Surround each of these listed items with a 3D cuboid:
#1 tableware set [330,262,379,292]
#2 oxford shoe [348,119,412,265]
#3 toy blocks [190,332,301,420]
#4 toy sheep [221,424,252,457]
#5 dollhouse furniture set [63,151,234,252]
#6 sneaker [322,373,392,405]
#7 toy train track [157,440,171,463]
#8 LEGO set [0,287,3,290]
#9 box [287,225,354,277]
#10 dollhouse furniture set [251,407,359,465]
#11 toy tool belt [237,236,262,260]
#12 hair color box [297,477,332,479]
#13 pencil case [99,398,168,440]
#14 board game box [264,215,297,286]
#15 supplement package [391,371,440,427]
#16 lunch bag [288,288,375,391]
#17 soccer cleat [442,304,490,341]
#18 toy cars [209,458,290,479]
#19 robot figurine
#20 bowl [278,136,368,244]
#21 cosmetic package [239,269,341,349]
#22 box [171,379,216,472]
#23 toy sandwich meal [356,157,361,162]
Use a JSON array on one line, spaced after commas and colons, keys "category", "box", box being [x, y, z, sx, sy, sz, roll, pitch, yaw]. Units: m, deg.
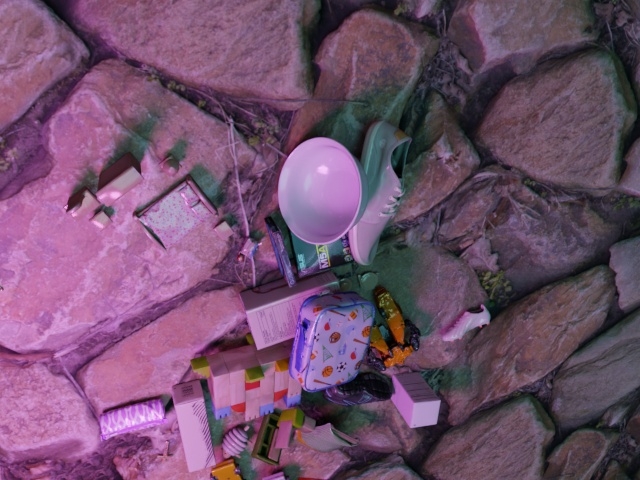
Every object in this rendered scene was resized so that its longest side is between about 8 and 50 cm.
[{"category": "tableware set", "box": [0.112, 0.106, 1.908, 0.169, 0.020, 0.141, -9, 113, -15]}, {"category": "oxford shoe", "box": [0.180, -0.128, 1.746, 0.130, 0.169, 0.448, 17, 109, 23]}, {"category": "toy blocks", "box": [-0.209, 0.457, 1.873, 0.382, 0.190, 0.260, -11, 127, -22]}, {"category": "toy sheep", "box": [-0.283, 0.677, 1.974, 0.091, 0.091, 0.132, 44, 78, -27]}, {"category": "dollhouse furniture set", "box": [-0.447, -0.043, 1.576, 0.303, 0.174, 0.355, -37, 117, -1]}, {"category": "sneaker", "box": [0.130, 0.529, 2.059, 0.268, 0.101, 0.106, 14, 135, -28]}, {"category": "toy train track", "box": [-0.516, 0.702, 1.947, 0.048, 0.014, 0.083, 10, 102, -14]}, {"category": "LEGO set", "box": [-0.900, 0.158, 1.591, 0.054, 0.023, 0.083, 18, 105, -24]}, {"category": "box", "box": [0.000, 0.000, 1.801, 0.184, 0.045, 0.190, -14, 106, -15]}, {"category": "dollhouse furniture set", "box": [-0.043, 0.700, 1.976, 0.302, 0.151, 0.198, 35, 141, -29]}, {"category": "toy tool belt", "box": [-0.210, 0.032, 1.753, 0.051, 0.052, 0.083, 24, 103, -16]}, {"category": "hair color box", "box": [-0.024, 0.931, 2.185, 0.141, 0.043, 0.071, 14, 105, -24]}, {"category": "pencil case", "box": [-0.584, 0.557, 1.822, 0.206, 0.088, 0.086, -14, 117, -13]}, {"category": "board game box", "box": [-0.120, 0.033, 1.741, 0.026, 0.126, 0.186, -20, 116, -10]}, {"category": "supplement package", "box": [0.333, 0.561, 2.075, 0.105, 0.179, 0.105, -2, 112, -18]}, {"category": "lunch bag", "box": [0.027, 0.290, 1.733, 0.243, 0.115, 0.303, -4, 113, -34]}, {"category": "soccer cleat", "box": [0.516, 0.297, 2.099, 0.196, 0.068, 0.076, -25, 102, -8]}, {"category": "toy cars", "box": [-0.233, 0.842, 2.060, 0.394, 0.087, 0.176, 28, 113, -30]}, {"category": "robot figurine", "box": [0.218, 0.306, 1.988, 0.211, 0.085, 0.290, -30, 117, -4]}, {"category": "bowl", "box": [0.030, -0.138, 1.669, 0.134, 0.298, 0.297, -2, 116, -53]}, {"category": "cosmetic package", "box": [-0.086, 0.203, 1.820, 0.296, 0.129, 0.153, -17, 117, -12]}, {"category": "box", "box": [-0.407, 0.597, 1.885, 0.094, 0.113, 0.274, -12, 116, -15]}, {"category": "toy sandwich meal", "box": [0.105, -0.210, 1.773, 0.086, 0.029, 0.085, -5, 108, -16]}]
